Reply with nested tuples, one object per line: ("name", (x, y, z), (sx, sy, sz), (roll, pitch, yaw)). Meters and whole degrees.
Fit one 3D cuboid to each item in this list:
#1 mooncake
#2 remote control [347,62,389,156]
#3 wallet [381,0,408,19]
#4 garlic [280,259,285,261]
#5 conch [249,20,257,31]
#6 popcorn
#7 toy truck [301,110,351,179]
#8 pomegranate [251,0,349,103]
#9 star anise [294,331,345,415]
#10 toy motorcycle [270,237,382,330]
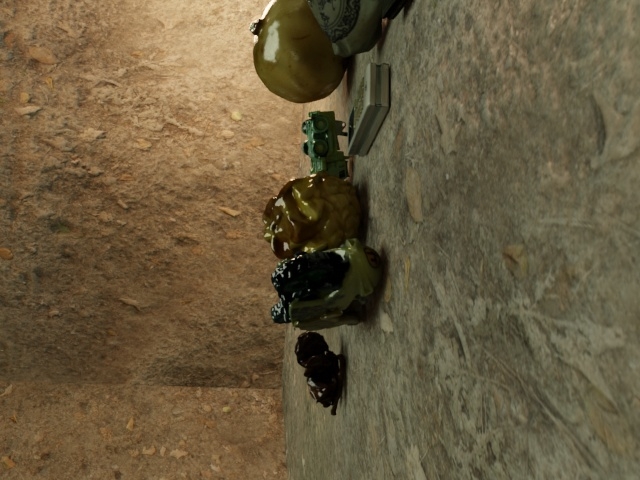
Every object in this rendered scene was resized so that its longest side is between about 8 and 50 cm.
("mooncake", (0.047, -0.566, 1.541), (0.254, 0.136, 0.250), (62, 158, 19))
("remote control", (0.104, -0.293, 1.584), (0.277, 0.055, 0.103), (116, 157, -73))
("wallet", (0.155, -0.603, 1.316), (0.169, 0.044, 0.317), (145, 126, -72))
("garlic", (0.000, 0.000, 2.024), (0.246, 0.231, 0.340), (51, -163, -5))
("conch", (-0.081, -0.781, 2.552), (0.215, 0.319, 0.303), (-55, -16, 13))
("popcorn", (-0.011, -0.053, 1.748), (0.265, 0.225, 0.332), (-37, 0, 28))
("toy truck", (0.026, -0.230, 1.929), (0.128, 0.135, 0.260), (-158, 67, -72))
("pomegranate", (-0.060, -0.581, 2.063), (0.332, 0.332, 0.333), (-177, 90, -83))
("star anise", (0.007, 0.345, 1.879), (0.190, 0.125, 0.220), (-156, 41, -83))
("toy motorcycle", (0.003, 0.103, 1.518), (0.410, 0.236, 0.169), (105, 152, -69))
